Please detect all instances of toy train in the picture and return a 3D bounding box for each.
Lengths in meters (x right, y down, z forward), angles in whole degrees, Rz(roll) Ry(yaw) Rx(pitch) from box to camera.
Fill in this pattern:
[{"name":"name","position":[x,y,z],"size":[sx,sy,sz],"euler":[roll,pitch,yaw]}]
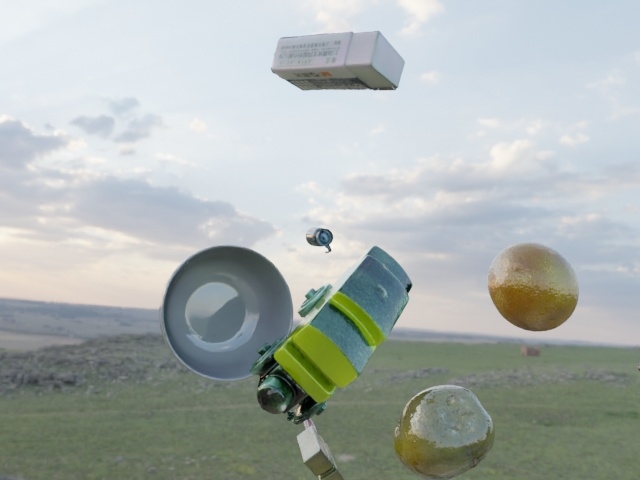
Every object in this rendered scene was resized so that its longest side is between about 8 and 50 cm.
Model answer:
[{"name":"toy train","position":[0.037,0.177,1.188],"size":[0.272,0.179,0.442],"euler":[-44,0,33]}]

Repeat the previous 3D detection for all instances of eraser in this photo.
[{"name":"eraser","position":[0.035,-0.394,1.289],"size":[0.287,0.086,0.130],"euler":[12,-7,38]}]

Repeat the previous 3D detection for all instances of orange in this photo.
[{"name":"orange","position":[0.537,0.117,1.470],"size":[0.236,0.236,0.236],"euler":[4,-7,1]}]

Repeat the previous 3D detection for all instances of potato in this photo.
[{"name":"potato","position":[0.198,0.329,0.961],"size":[0.157,0.157,0.194],"euler":[5,-44,-3]}]

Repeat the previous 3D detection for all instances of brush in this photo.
[{"name":"brush","position":[-0.014,0.440,1.263],"size":[0.047,0.103,0.233],"euler":[-34,17,-4]}]

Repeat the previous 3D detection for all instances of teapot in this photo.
[{"name":"teapot","position":[-0.004,-0.001,1.437],"size":[0.049,0.064,0.083],"euler":[4,2,-22]}]

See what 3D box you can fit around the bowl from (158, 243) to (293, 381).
[{"name":"bowl","position":[-0.216,0.156,1.271],"size":[0.287,0.287,0.143],"euler":[8,-9,-24]}]

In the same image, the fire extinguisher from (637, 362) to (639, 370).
[{"name":"fire extinguisher","position":[0.650,0.181,1.061],"size":[0.035,0.173,0.049],"euler":[-1,33,-39]}]
